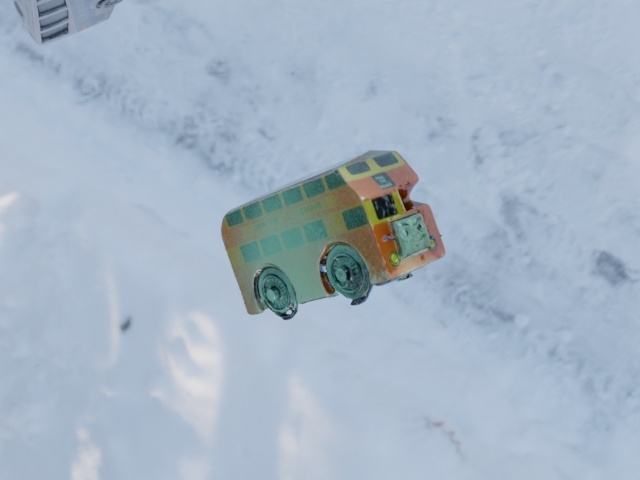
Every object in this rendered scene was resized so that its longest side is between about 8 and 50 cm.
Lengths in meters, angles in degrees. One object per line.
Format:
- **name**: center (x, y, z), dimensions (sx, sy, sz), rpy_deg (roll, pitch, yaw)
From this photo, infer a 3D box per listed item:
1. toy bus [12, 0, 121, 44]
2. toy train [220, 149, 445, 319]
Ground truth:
- **toy bus**: center (-0.111, -0.120, 0.413), dimensions (0.037, 0.052, 0.131), rpy_deg (64, 166, -4)
- **toy train**: center (0.000, 0.000, 0.717), dimensions (0.188, 0.072, 0.099), rpy_deg (-16, 97, 47)
